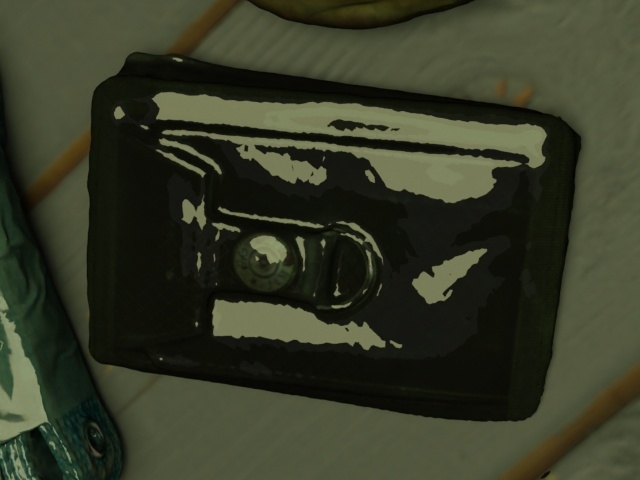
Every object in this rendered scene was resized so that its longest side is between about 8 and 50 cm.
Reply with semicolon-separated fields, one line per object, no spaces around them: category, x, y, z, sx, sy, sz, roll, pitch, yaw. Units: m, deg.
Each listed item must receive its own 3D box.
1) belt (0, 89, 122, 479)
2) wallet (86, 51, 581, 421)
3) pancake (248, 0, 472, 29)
belt;-0.187;0.016;0.800;0.087;0.072;0.302;-18;89;11
wallet;0.000;0.000;0.764;0.245;0.052;0.168;8;101;11
pancake;0.037;-0.242;0.729;0.294;0.049;0.294;1;94;15
